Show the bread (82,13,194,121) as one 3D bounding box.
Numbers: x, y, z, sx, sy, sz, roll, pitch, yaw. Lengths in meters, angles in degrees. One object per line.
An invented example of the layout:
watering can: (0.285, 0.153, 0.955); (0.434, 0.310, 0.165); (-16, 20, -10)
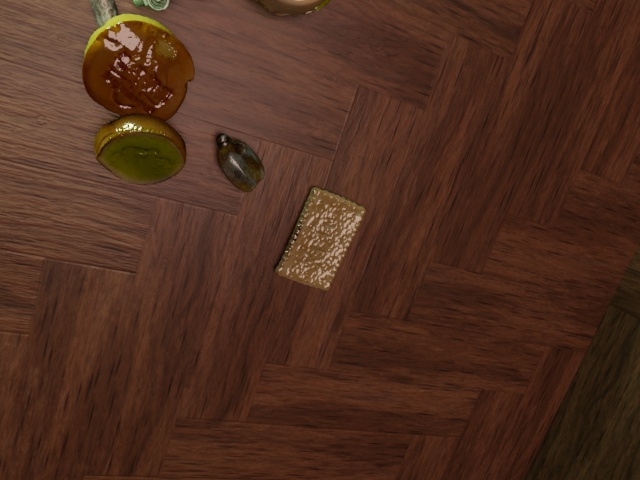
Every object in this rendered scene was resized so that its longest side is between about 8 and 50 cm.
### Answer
bread: (-0.463, -0.431, 1.332); (0.270, 0.148, 0.270); (-16, 132, -18)

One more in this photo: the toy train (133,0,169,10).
toy train: (-0.368, -0.680, 1.322); (0.248, 0.101, 0.159); (-22, 123, -10)

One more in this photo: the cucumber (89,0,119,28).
cucumber: (-0.542, -0.589, 1.319); (0.064, 0.064, 0.112); (-17, 111, -14)

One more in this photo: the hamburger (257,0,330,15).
hamburger: (-0.077, -0.743, 1.377); (0.302, 0.170, 0.302); (-5, 108, -15)

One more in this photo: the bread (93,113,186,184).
bread: (-0.480, -0.239, 1.404); (0.236, 0.070, 0.236); (-10, 149, -6)

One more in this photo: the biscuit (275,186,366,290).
biscuit: (0.000, 0.000, 1.744); (0.217, 0.044, 0.325); (19, 101, -24)

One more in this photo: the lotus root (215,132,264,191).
lotus root: (-0.242, -0.233, 1.547); (0.113, 0.088, 0.192); (-46, 118, -18)
